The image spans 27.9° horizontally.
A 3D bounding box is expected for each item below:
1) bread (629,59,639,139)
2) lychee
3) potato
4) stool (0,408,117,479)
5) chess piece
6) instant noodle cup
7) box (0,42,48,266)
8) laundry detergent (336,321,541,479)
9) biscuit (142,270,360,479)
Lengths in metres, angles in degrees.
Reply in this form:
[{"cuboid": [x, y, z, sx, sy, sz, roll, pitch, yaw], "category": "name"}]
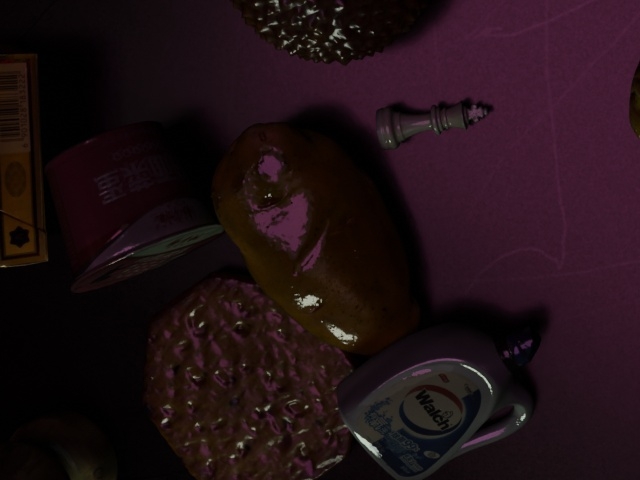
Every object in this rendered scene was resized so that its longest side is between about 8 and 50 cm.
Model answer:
[{"cuboid": [0.428, -0.187, 1.601, 0.083, 0.094, 0.157, 13, 115, 11], "category": "bread"}, {"cuboid": [0.007, -0.346, 1.620, 0.267, 0.267, 0.268, 4, 104, 18], "category": "lychee"}, {"cuboid": [0.000, 0.000, 1.763, 0.369, 0.195, 0.176, 56, 151, -10], "category": "potato"}, {"cuboid": [-0.445, 0.380, 1.940, 0.179, 0.264, 0.179, 4, 104, 18], "category": "stool"}, {"cuboid": [0.151, -0.159, 1.722, 0.149, 0.059, 0.059, -7, 100, 16], "category": "chess piece"}, {"cuboid": [-0.273, -0.050, 1.809, 0.234, 0.235, 0.178, -25, 85, 22], "category": "instant noodle cup"}, {"cuboid": [-0.467, -0.129, 1.869, 0.193, 0.084, 0.302, 24, 118, 59], "category": "box"}, {"cuboid": [0.184, 0.208, 1.759, 0.280, 0.105, 0.215, -30, 120, 16], "category": "laundry detergent"}, {"cuboid": [-0.106, 0.214, 1.902, 0.359, 0.046, 0.359, 4, 104, 17], "category": "biscuit"}]
